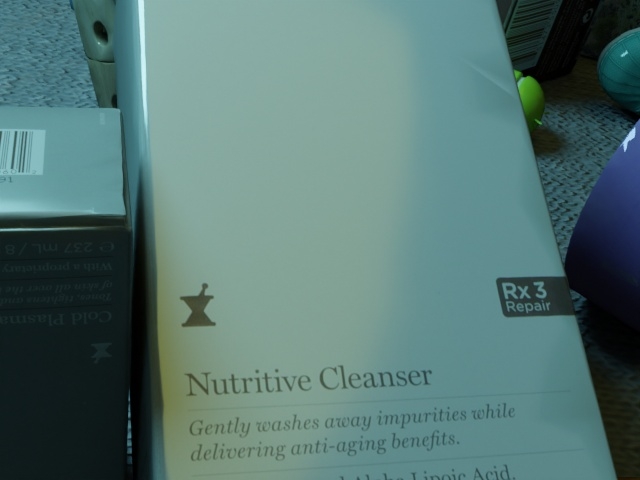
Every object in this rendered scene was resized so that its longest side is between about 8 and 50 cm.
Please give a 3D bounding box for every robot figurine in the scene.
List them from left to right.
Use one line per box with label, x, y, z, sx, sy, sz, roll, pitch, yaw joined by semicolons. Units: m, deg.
robot figurine;0.162;-0.136;0.950;0.115;0.067;0.101;22;30;14

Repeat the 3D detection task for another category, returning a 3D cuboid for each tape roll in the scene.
tape roll;0.268;-0.022;0.728;0.080;0.189;0.189;35;43;29

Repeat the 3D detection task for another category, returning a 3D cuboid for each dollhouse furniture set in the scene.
dollhouse furniture set;-0.174;-0.179;0.902;0.183;0.129;0.129;12;29;44

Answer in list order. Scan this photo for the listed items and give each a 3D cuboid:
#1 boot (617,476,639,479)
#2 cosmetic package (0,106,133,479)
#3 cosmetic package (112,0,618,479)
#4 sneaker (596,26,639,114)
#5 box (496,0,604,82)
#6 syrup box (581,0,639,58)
boot;0.286;0.162;0.587;0.295;0.104;0.211;13;25;15
cosmetic package;-0.156;0.057;0.480;0.127;0.238;0.107;-3;36;-13
cosmetic package;0.000;0.000;0.548;0.217;0.156;0.385;-2;65;-16
sneaker;0.427;-0.133;0.980;0.302;0.108;0.121;14;33;2
box;0.175;-0.282;1.050;0.167;0.168;0.203;-23;54;-35
syrup box;0.360;-0.260;1.141;0.237;0.093;0.096;17;38;8
